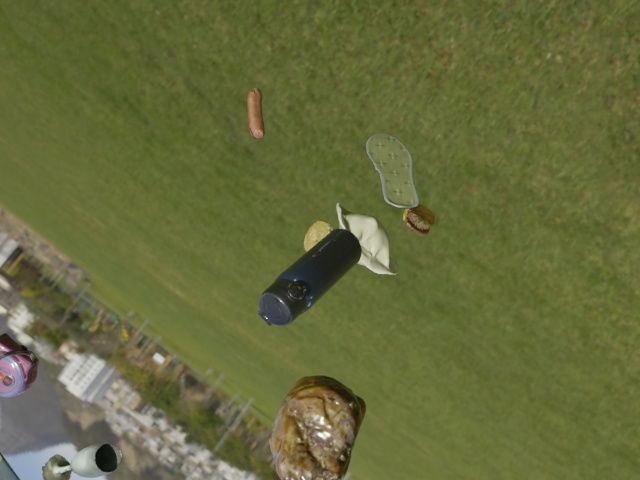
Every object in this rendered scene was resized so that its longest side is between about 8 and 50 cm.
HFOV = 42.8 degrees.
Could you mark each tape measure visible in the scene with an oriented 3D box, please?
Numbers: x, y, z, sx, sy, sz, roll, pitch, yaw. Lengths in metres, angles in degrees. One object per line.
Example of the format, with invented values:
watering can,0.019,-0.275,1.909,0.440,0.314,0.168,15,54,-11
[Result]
tape measure,-0.684,0.279,1.802,0.118,0.125,0.074,34,-165,6

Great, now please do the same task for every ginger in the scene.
ginger,-0.012,0.456,1.942,0.200,0.269,0.223,17,169,7

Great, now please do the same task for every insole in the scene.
insole,0.166,-0.165,1.869,0.109,0.322,0.007,3,126,-7

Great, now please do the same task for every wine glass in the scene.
wine glass,-0.438,0.412,1.495,0.198,0.066,0.066,-24,123,42

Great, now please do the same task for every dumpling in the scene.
dumpling,0.107,0.002,2.093,0.166,0.126,0.216,-45,-61,-71

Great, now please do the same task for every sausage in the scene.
sausage,-0.164,-0.330,2.078,0.043,0.043,0.186,50,-156,-44

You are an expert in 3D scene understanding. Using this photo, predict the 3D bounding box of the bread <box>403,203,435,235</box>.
bread,0.225,-0.050,1.875,0.081,0.046,0.083,16,-138,-34

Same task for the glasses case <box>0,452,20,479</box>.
glasses case,-0.428,0.301,1.069,0.078,0.039,0.184,42,152,23

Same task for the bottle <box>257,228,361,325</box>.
bottle,-0.013,0.057,1.315,0.072,0.244,0.082,50,128,0

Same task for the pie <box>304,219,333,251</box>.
pie,0.000,0.000,1.601,0.020,0.084,0.084,19,-178,-43
